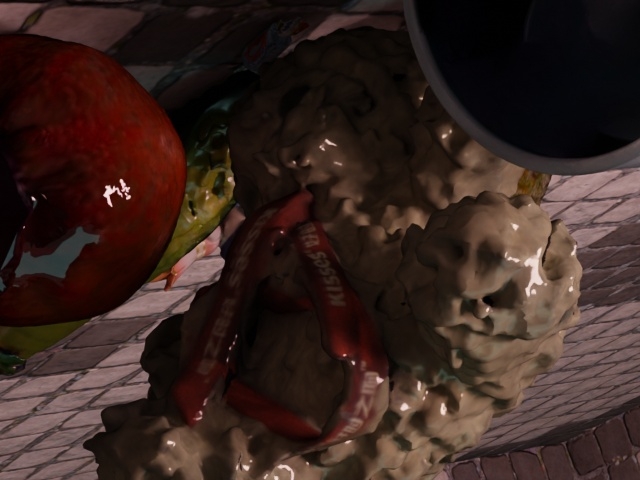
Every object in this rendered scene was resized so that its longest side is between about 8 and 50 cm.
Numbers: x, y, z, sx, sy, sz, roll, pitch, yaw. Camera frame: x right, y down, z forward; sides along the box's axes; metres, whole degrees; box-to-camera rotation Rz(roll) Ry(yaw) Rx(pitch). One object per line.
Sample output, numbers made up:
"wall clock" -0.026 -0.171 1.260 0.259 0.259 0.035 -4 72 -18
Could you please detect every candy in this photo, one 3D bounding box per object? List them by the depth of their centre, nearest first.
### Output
"candy" -0.037 -0.144 1.408 0.030 0.020 0.083 -6 161 -32

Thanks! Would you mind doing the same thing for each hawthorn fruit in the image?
"hawthorn fruit" -0.190 -0.033 1.292 0.215 0.215 0.250 -20 163 8

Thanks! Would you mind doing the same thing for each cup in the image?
"cup" 0.255 -0.207 1.180 0.311 0.256 0.331 -4 117 -45

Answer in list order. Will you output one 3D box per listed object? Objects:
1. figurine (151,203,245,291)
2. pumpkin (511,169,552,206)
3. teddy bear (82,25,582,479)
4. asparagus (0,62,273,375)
"figurine" -0.080 -0.010 1.663 0.195 0.102 0.111 -14 167 -17
"pumpkin" 0.140 -0.090 1.458 0.278 0.163 0.111 -24 162 -30
"teddy bear" 0.000 0.000 1.286 0.357 0.368 0.224 -35 143 23
"asparagus" -0.162 -0.013 1.535 0.382 0.128 0.108 -31 118 33
